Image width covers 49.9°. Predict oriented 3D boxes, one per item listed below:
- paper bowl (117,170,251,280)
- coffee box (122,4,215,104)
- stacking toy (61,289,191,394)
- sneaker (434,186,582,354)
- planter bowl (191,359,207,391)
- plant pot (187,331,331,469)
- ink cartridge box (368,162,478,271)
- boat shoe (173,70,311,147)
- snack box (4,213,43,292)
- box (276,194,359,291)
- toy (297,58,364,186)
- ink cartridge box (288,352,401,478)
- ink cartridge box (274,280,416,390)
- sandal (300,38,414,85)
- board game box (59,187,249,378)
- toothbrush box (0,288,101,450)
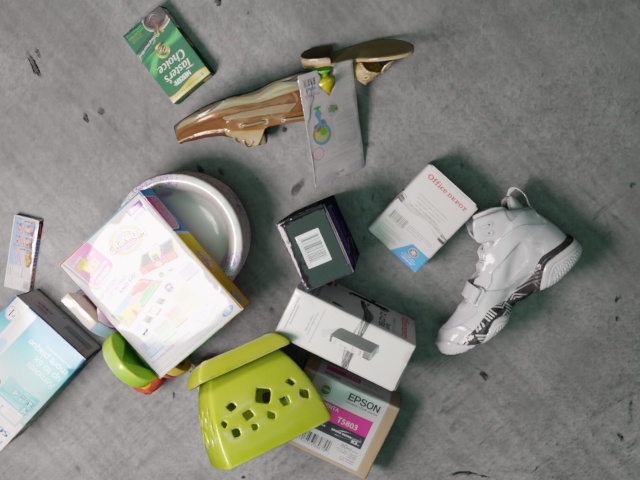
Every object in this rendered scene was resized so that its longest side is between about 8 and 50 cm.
[{"bbox_3d":[-0.292,-0.011,1.502,0.284,0.148,0.284,1,99,7],"label":"paper bowl"},{"bbox_3d":[-0.329,-0.403,1.497,0.113,0.040,0.184,-35,93,11],"label":"coffee box"},{"bbox_3d":[-0.456,0.223,1.499,0.130,0.279,0.309,-41,88,10],"label":"stacking toy"},{"bbox_3d":[0.345,0.062,1.444,0.366,0.137,0.210,-41,92,6],"label":"sneaker"},{"bbox_3d":[-0.216,0.338,1.556,0.109,0.162,0.162,-18,97,-15],"label":"planter bowl"},{"bbox_3d":[-0.143,0.319,1.393,0.228,0.227,0.207,-22,82,-22],"label":"plant pot"},{"bbox_3d":[0.217,-0.051,1.465,0.139,0.082,0.190,43,100,-1],"label":"ink cartridge box"},{"bbox_3d":[-0.149,-0.257,1.460,0.324,0.122,0.120,-17,103,9],"label":"boat shoe"},{"bbox_3d":[-0.702,0.030,1.624,0.064,0.022,0.178,14,101,6],"label":"snack box"},{"bbox_3d":[0.000,0.000,1.437,0.108,0.207,0.153,-23,97,10],"label":"box"},{"bbox_3d":[0.015,-0.246,1.431,0.137,0.056,0.237,-25,124,-28],"label":"toy"},{"bbox_3d":[0.039,0.397,1.558,0.235,0.088,0.193,24,102,4],"label":"ink cartridge box"},{"bbox_3d":[0.061,0.185,1.464,0.273,0.197,0.114,26,101,2],"label":"ink cartridge box"},{"bbox_3d":[0.081,-0.366,1.448,0.240,0.088,0.079,0,131,14],"label":"sandal"},{"bbox_3d":[-0.341,0.088,1.418,0.242,0.064,0.316,-39,93,11],"label":"board game box"},{"bbox_3d":[-0.699,0.295,1.594,0.216,0.126,0.295,44,93,-2],"label":"toothbrush box"}]
